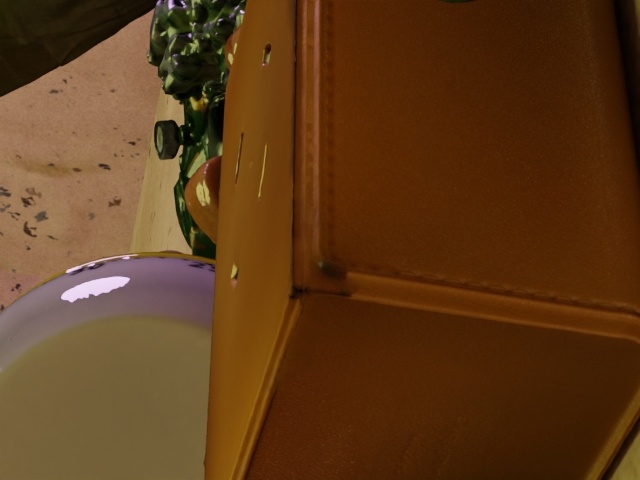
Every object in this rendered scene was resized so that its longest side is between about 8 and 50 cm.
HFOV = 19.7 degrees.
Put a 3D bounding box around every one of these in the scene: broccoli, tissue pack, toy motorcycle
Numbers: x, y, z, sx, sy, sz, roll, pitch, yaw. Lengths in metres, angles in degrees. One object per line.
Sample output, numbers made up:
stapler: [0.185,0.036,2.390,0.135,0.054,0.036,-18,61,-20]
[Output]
broccoli: [-0.019,-0.069,1.184,0.198,0.177,0.275,-119,25,-66]
tissue pack: [0.037,-0.019,0.764,0.194,0.145,0.274,111,165,-49]
toy motorcycle: [-0.061,-0.050,1.326,0.187,0.124,0.275,-145,51,-68]

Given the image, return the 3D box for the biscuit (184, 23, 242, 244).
biscuit: [0.000,0.000,0.927,0.036,0.165,0.250,-38,35,37]

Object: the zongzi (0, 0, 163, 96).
zongzi: [-0.143,-0.246,1.273,0.393,0.174,0.356,-49,6,-20]

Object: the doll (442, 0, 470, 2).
doll: [0.058,-0.200,0.637,0.322,0.198,0.186,-81,15,-56]

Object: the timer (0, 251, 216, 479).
timer: [-0.091,0.133,1.100,0.285,0.285,0.285,-172,90,-81]

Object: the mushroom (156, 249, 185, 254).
mushroom: [-0.114,0.085,1.634,0.166,0.127,0.166,54,-166,-21]
